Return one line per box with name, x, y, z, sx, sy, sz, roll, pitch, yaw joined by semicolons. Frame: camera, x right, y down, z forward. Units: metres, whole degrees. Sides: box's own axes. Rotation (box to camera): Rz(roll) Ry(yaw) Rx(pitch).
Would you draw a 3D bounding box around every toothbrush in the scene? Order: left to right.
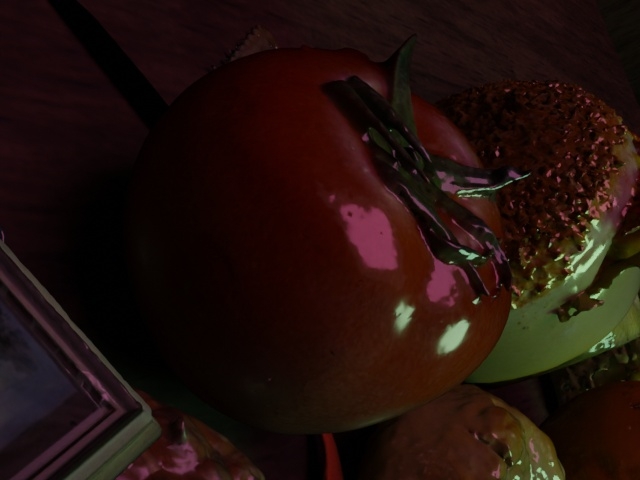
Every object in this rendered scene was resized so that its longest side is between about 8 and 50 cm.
toothbrush;-0.147;-0.134;0.739;0.276;0.025;0.019;52;29;-24

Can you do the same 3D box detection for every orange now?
orange;0.310;0.256;1.031;0.240;0.240;0.240;41;36;-39

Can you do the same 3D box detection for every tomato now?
tomato;0.000;0.000;0.667;0.255;0.224;0.256;29;42;-30

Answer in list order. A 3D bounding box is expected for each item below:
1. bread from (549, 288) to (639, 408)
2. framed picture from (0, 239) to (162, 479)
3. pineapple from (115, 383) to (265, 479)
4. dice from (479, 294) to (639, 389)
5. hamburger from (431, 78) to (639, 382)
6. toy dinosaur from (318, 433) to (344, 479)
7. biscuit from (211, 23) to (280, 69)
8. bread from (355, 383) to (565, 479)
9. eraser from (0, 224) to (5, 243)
bread;0.424;0.107;1.312;0.315;0.279;0.249;9;53;-45
framed picture;-0.188;0.032;0.288;0.232;0.019;0.296;48;29;1
pineapple;-0.131;0.225;0.372;0.165;0.165;0.365;51;39;-26
dice;0.223;0.050;1.090;0.166;0.169;0.169;-4;71;-61
hamburger;0.139;-0.022;0.876;0.276;0.294;0.179;-96;165;-54
toy dinosaur;-0.002;0.197;0.705;0.101;0.055;0.280;42;33;-55
biscuit;-0.043;-0.102;0.908;0.144;0.016;0.203;56;28;-19
bread;0.121;0.217;0.797;0.244;0.134;0.245;44;37;-47
eraser;-0.260;-0.019;0.377;0.290;0.087;0.171;-3;72;-61
